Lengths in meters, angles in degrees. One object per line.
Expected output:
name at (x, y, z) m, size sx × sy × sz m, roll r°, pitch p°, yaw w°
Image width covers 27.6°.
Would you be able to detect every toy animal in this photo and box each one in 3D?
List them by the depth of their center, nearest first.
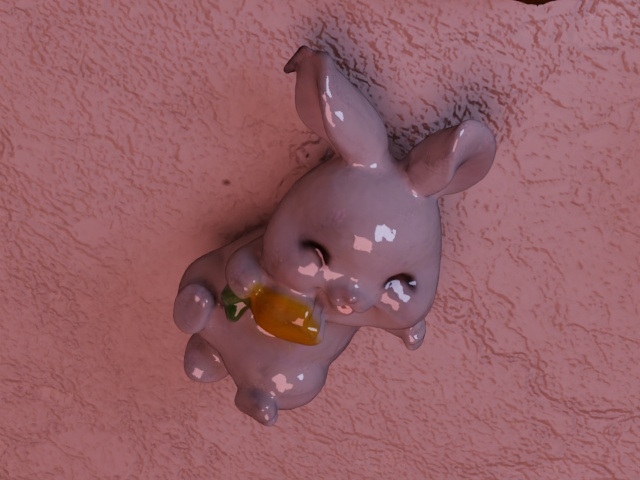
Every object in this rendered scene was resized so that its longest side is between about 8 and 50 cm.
toy animal at (0.004, 0.006, 1.067) m, size 0.208 × 0.154 × 0.325 m, roll 23°, pitch 116°, yaw 4°

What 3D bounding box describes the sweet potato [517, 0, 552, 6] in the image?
sweet potato at (0.045, -0.238, 0.922) m, size 0.359 × 0.112 × 0.112 m, roll 17°, pitch 127°, yaw -22°
